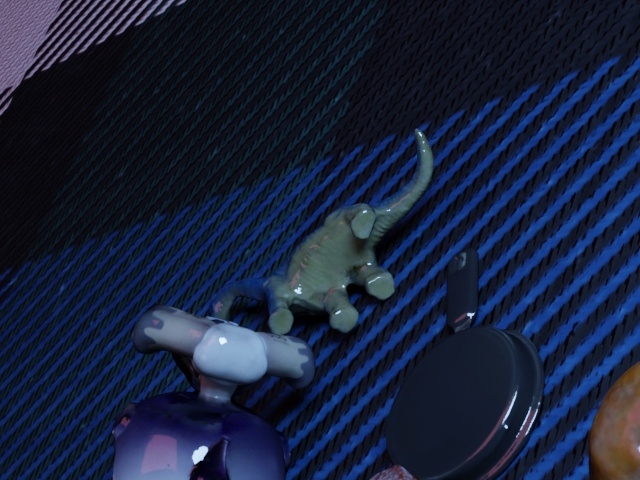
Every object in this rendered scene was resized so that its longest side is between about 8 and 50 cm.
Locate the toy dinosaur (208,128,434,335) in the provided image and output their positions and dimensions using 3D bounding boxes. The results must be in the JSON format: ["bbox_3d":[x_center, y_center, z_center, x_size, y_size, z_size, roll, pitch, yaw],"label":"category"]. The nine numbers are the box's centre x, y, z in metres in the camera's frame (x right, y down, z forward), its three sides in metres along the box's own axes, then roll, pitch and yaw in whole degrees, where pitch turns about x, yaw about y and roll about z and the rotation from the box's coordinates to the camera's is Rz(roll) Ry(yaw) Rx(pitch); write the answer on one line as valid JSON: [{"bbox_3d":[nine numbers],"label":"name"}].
[{"bbox_3d":[0.000,0.000,1.468,0.247,0.075,0.188,-55,25,6],"label":"toy dinosaur"}]

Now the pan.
[{"bbox_3d":[0.098,0.084,1.267,0.136,0.028,0.235,-34,33,28],"label":"pan"}]

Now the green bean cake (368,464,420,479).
[{"bbox_3d":[0.029,0.232,1.165,0.136,0.056,0.135,-38,30,22],"label":"green bean cake"}]

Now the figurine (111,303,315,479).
[{"bbox_3d":[-0.082,0.168,1.324,0.145,0.145,0.222,4,82,57],"label":"figurine"}]

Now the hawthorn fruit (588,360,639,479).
[{"bbox_3d":[0.236,0.108,0.957,0.189,0.149,0.149,-25,14,-33],"label":"hawthorn fruit"}]
